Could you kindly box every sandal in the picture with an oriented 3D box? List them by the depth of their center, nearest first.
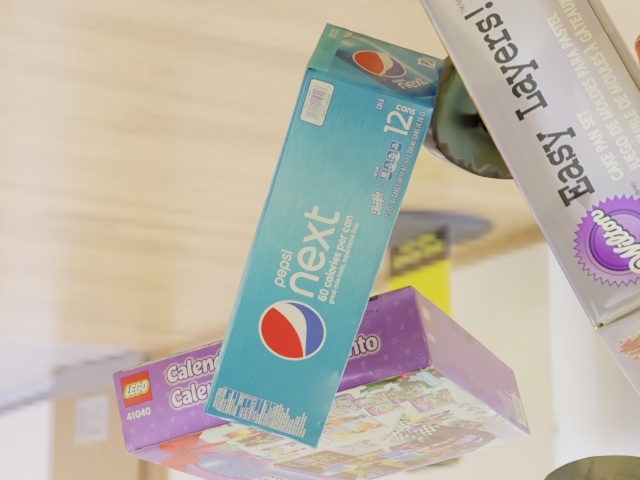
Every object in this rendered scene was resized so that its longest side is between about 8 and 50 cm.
[{"bbox_3d":[0.182,-0.084,1.154,0.254,0.097,0.054,4,-175,-28],"label":"sandal"}]

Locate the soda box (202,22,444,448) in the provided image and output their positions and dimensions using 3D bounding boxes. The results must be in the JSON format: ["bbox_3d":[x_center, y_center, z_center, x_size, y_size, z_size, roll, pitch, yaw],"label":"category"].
[{"bbox_3d":[0.000,0.000,0.892,0.067,0.210,0.071,18,-153,-1],"label":"soda box"}]

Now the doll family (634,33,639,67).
[{"bbox_3d":[0.249,-0.204,1.294,0.118,0.263,0.163,-35,175,8],"label":"doll family"}]

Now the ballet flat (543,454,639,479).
[{"bbox_3d":[0.236,0.187,1.143,0.213,0.072,0.068,2,-169,29],"label":"ballet flat"}]

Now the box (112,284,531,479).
[{"bbox_3d":[0.013,0.113,1.150,0.201,0.057,0.293,-17,161,13],"label":"box"}]

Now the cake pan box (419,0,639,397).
[{"bbox_3d":[0.119,-0.041,0.761,0.070,0.246,0.267,-27,157,9],"label":"cake pan box"}]
